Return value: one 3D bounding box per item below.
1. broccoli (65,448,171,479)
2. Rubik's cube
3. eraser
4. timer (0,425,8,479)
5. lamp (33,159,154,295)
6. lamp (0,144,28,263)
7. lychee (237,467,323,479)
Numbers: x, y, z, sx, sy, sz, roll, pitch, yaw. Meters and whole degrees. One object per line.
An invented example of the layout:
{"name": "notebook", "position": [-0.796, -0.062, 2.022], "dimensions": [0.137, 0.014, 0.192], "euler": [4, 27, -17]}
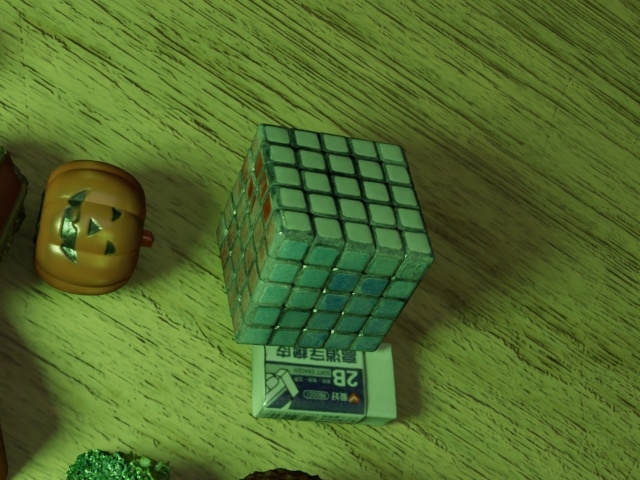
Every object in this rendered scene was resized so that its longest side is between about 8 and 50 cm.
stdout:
{"name": "broccoli", "position": [-0.241, 0.359, 1.332], "dimensions": [0.194, 0.194, 0.220], "euler": [-23, 55, -29]}
{"name": "Rubik's cube", "position": [0.000, 0.000, 1.485], "dimensions": [0.236, 0.237, 0.238], "euler": [5, 46, -21]}
{"name": "eraser", "position": [0.005, 0.207, 1.526], "dimensions": [0.210, 0.068, 0.125], "euler": [8, 61, -20]}
{"name": "timer", "position": [-0.539, 0.194, 1.284], "dimensions": [0.257, 0.161, 0.250], "euler": [-8, 56, -25]}
{"name": "lamp", "position": [-0.312, -0.015, 1.422], "dimensions": [0.163, 0.187, 0.188], "euler": [12, 64, -15]}
{"name": "lamp", "position": [-0.484, -0.023, 1.330], "dimensions": [0.177, 0.177, 0.274], "euler": [21, 37, -13]}
{"name": "lychee", "position": [-0.051, 0.426, 1.310], "dimensions": [0.260, 0.260, 0.261], "euler": [9, 65, -19]}
